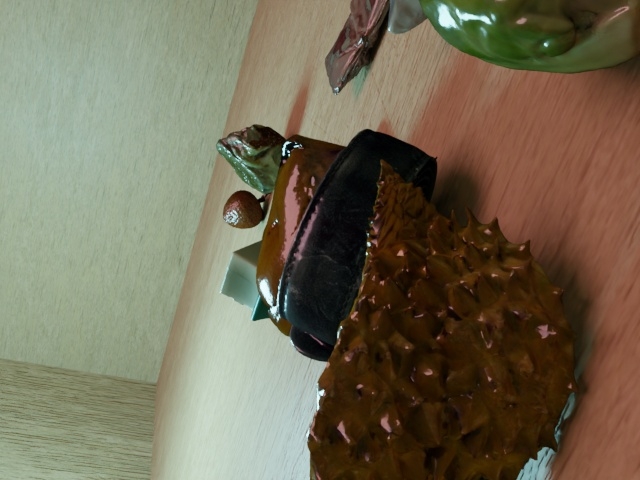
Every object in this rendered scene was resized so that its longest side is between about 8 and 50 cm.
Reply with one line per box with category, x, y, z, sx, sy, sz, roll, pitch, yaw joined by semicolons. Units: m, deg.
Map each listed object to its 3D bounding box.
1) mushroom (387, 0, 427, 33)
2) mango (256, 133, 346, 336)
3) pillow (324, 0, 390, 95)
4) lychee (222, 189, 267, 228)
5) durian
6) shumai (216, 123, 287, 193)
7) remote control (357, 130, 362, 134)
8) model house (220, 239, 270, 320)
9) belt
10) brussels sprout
mushroom;0.175;-0.375;0.798;0.397;0.126;0.177;156;115;-71
mango;0.000;0.000;1.059;0.201;0.153;0.287;-116;38;-61
pillow;0.076;-0.375;1.297;0.135;0.049;0.248;-97;28;-48
lychee;-0.183;-0.084;1.922;0.114;0.140;0.101;53;-151;-60
durian;0.099;0.105;0.600;0.185;0.196;0.305;-1;-73;-75
shumai;-0.155;-0.221;1.822;0.142;0.184;0.184;-45;11;-11
remote control;0.079;-0.125;1.129;0.152;0.027;0.043;-110;41;-60
model house;-0.086;0.080;1.383;0.127;0.149;0.100;-25;-39;-50
belt;0.037;0.008;0.850;0.267;0.116;0.206;-64;-16;-1
brussels sprout;0.171;-0.229;0.545;0.244;0.244;0.244;-168;90;-75
